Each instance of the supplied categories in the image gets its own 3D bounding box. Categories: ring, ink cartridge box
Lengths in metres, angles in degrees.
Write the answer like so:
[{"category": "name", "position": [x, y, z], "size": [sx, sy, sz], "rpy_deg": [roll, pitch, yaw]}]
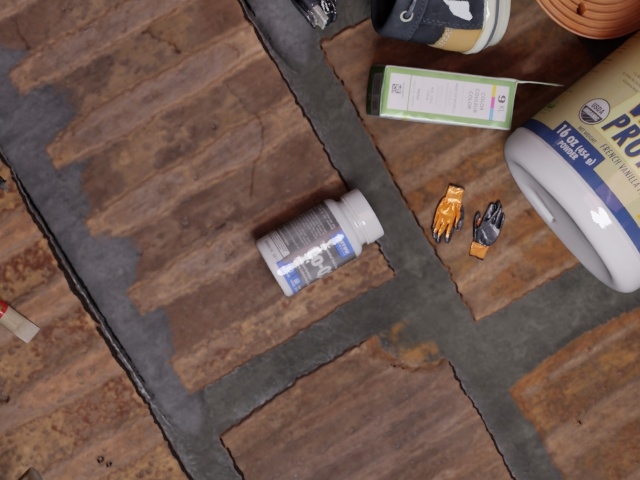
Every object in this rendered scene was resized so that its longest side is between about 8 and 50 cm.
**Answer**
[{"category": "ring", "position": [0.325, -0.399, 1.878], "size": [0.337, 0.032, 0.336], "rpy_deg": [-10, 106, -37]}, {"category": "ink cartridge box", "position": [0.165, -0.164, 1.914], "size": [0.209, 0.109, 0.062], "rpy_deg": [5, 95, -7]}]

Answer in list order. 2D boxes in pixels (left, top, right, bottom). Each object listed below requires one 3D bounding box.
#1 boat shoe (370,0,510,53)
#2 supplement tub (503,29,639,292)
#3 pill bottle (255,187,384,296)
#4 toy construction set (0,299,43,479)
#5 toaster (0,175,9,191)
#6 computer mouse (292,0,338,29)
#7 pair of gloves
[{"category": "boat shoe", "position": [0.119, -0.457, 1.845], "size": [0.156, 0.187, 0.500], "rpy_deg": [-5, 101, -15]}, {"category": "supplement tub", "position": [0.392, -0.119, 1.859], "size": [0.316, 0.228, 0.228], "rpy_deg": [-39, 98, -2]}, {"category": "pill bottle", "position": [0.000, 0.000, 1.927], "size": [0.137, 0.078, 0.078], "rpy_deg": [-31, 98, -2]}, {"category": "toy construction set", "position": [-0.406, 0.214, 1.863], "size": [0.237, 0.257, 0.309], "rpy_deg": [39, 67, -26]}, {"category": "toaster", "position": [-0.455, -0.121, 1.847], "size": [0.168, 0.110, 0.185], "rpy_deg": [-18, 97, -4]}, {"category": "computer mouse", "position": [0.007, -0.373, 1.801], "size": [0.188, 0.072, 0.272], "rpy_deg": [55, 130, 11]}, {"category": "pair of gloves", "position": [0.177, -0.022, 1.979], "size": [0.083, 0.010, 0.074], "rpy_deg": [21, 93, -9]}]
